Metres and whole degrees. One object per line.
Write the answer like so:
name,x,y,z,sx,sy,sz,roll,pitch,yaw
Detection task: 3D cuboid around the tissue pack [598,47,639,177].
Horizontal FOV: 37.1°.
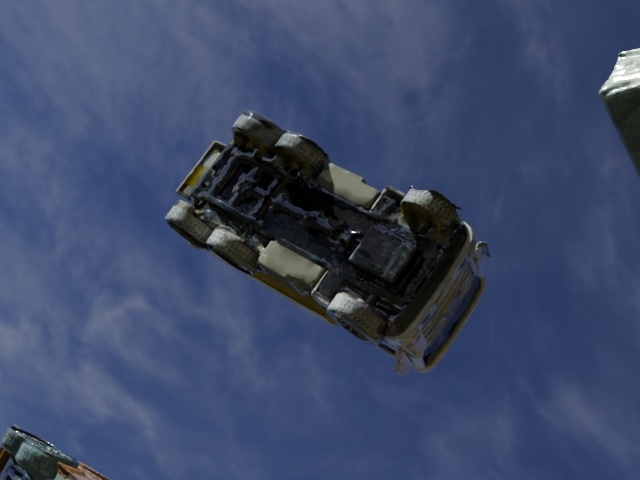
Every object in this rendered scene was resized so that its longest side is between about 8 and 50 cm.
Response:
tissue pack,0.357,-0.050,0.739,0.185,0.081,0.257,-8,-53,46

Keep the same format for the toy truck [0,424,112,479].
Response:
toy truck,-0.200,0.269,0.809,0.162,0.136,0.305,34,-14,-29

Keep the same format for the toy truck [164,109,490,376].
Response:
toy truck,0.000,0.000,0.626,0.227,0.098,0.114,27,-14,34
